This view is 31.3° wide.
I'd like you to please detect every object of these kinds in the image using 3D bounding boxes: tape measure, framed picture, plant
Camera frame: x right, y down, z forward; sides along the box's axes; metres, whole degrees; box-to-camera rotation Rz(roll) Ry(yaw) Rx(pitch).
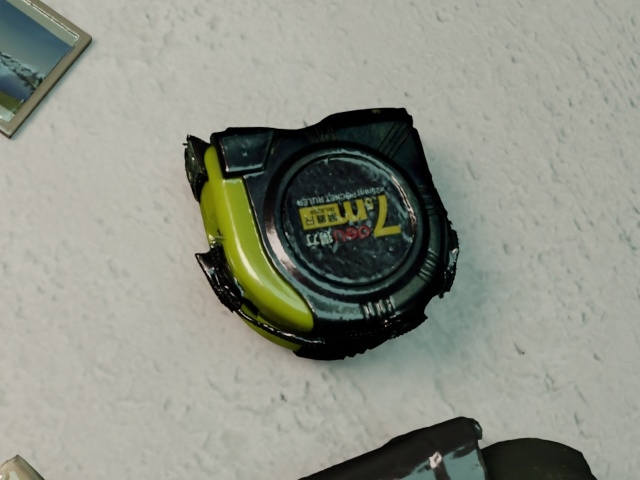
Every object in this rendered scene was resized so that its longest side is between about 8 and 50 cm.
[{"bbox_3d":[0.000,0.000,0.867,0.199,0.112,0.186,-10,70,-15],"label":"tape measure"},{"bbox_3d":[-0.268,-0.161,0.881,0.149,0.011,0.109,35,67,-5],"label":"framed picture"},{"bbox_3d":[0.078,0.212,0.812,0.256,0.142,0.164,-5,75,-8],"label":"plant"}]

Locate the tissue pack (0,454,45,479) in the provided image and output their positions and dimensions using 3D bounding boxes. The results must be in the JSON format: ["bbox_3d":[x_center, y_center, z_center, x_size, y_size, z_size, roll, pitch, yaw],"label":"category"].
[{"bbox_3d":[-0.162,0.259,0.706,0.125,0.159,0.234,-40,89,-24],"label":"tissue pack"}]
